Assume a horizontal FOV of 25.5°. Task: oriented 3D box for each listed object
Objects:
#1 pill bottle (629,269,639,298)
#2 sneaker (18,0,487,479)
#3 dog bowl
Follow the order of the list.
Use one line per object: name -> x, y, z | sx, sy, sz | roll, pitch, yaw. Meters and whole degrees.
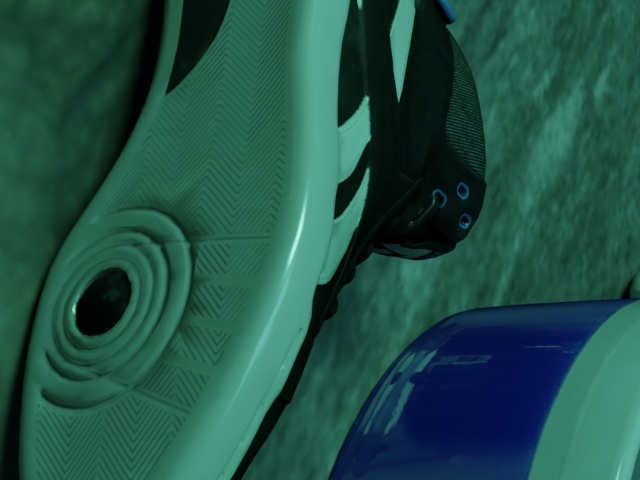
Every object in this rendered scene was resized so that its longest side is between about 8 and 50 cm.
pill bottle -> 0.229, 0.117, 0.679 | 0.131, 0.131, 0.229 | -28, 111, -53
sneaker -> 0.000, 0.000, 0.396 | 0.121, 0.079, 0.217 | 42, 54, -46
dog bowl -> 0.105, 0.153, 0.518 | 0.265, 0.104, 0.264 | 7, 82, -55
